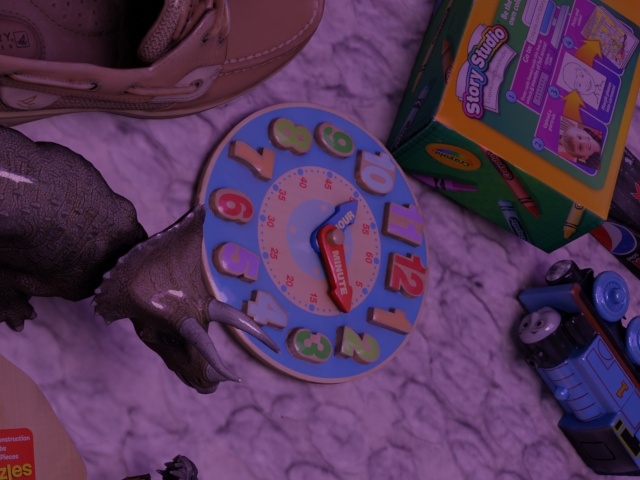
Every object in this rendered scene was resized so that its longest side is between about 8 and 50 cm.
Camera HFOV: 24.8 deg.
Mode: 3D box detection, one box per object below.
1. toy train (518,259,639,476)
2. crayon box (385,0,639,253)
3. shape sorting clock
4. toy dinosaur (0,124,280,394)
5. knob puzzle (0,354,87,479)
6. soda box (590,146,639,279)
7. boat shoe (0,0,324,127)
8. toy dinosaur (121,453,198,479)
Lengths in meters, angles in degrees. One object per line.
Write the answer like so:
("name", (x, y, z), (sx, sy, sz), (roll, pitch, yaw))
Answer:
("toy train", (0.229, 0.105, 1.195), (0.105, 0.080, 0.184), (-48, 111, -31))
("crayon box", (0.173, -0.151, 1.180), (0.165, 0.081, 0.278), (29, 61, -16))
("shape sorting clock", (0.000, 0.000, 1.044), (0.206, 0.040, 0.206), (12, 72, -39))
("toy dinosaur", (-0.177, -0.021, 0.814), (0.313, 0.160, 0.121), (33, 59, -32))
("knob puzzle", (-0.222, 0.140, 0.823), (0.213, 0.030, 0.213), (11, 73, -38))
("soda box", (0.267, -0.028, 1.274), (0.169, 0.053, 0.060), (39, 58, -27))
("boat shoe", (-0.109, -0.141, 0.936), (0.341, 0.110, 0.121), (-21, 94, -42))
("toy dinosaur", (-0.026, 0.281, 0.913), (0.218, 0.164, 0.321), (-26, 116, -27))
